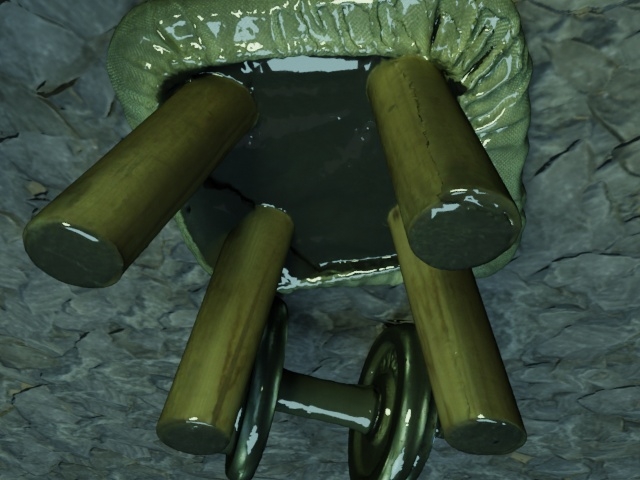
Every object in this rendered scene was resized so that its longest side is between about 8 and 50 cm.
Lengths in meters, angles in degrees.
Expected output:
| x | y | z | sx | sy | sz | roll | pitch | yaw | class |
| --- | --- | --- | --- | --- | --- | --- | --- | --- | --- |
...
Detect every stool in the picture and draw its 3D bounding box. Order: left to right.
| x | y | z | sx | sy | sz | roll | pitch | yaw | class |
| --- | --- | --- | --- | --- | --- | --- | --- | --- | --- |
| 0.000 | 0.000 | 0.520 | 0.310 | 0.226 | 0.310 | -3 | 138 | 13 | stool |

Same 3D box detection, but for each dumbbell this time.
| x | y | z | sx | sy | sz | roll | pitch | yaw | class |
| --- | --- | --- | --- | --- | --- | --- | --- | --- | --- |
| 0.001 | 0.162 | 0.730 | 0.290 | 0.192 | 0.192 | 14 | 139 | -8 | dumbbell |
